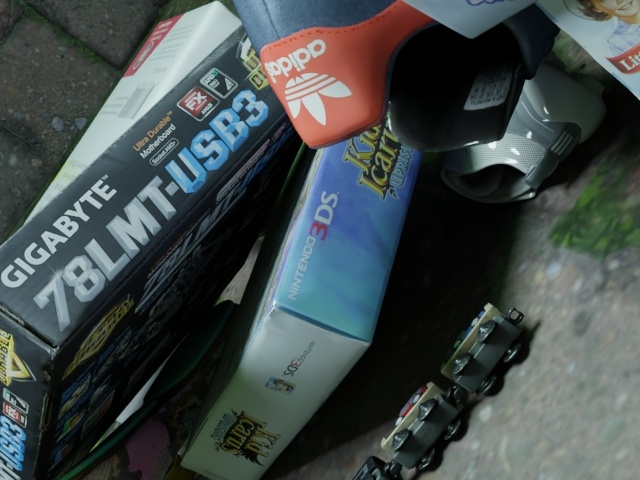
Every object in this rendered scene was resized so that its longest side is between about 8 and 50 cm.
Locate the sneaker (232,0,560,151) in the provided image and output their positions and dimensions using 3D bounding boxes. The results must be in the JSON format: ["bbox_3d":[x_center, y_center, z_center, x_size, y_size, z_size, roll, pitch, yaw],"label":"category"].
[{"bbox_3d":[0.091,-0.130,0.584,0.350,0.148,0.131,-19,3,-40],"label":"sneaker"}]

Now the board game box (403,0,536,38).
[{"bbox_3d":[0.155,-0.274,0.380,0.318,0.065,0.319,-23,49,54],"label":"board game box"}]

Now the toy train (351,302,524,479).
[{"bbox_3d":[0.058,0.099,0.584,0.158,0.027,0.036,-53,10,7],"label":"toy train"}]

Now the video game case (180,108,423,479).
[{"bbox_3d":[0.000,0.000,0.708,0.244,0.061,0.270,119,171,-55],"label":"video game case"}]

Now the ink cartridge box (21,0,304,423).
[{"bbox_3d":[-0.183,-0.037,1.115,0.385,0.160,0.279,-57,21,-5],"label":"ink cartridge box"}]

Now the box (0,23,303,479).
[{"bbox_3d":[-0.120,0.020,0.722,0.295,0.073,0.293,-52,-6,-34],"label":"box"}]

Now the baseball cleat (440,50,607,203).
[{"bbox_3d":[0.105,-0.089,0.699,0.109,0.072,0.206,-52,20,8],"label":"baseball cleat"}]

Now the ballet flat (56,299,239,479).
[{"bbox_3d":[-0.102,0.133,0.779,0.077,0.079,0.221,-34,11,40],"label":"ballet flat"}]

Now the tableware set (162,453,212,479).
[{"bbox_3d":[-0.119,0.220,0.787,0.104,0.024,0.154,-43,25,31],"label":"tableware set"}]

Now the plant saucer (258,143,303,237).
[{"bbox_3d":[-0.082,-0.042,0.919,0.168,0.168,0.029,-36,47,41],"label":"plant saucer"}]

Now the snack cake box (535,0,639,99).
[{"bbox_3d":[0.224,-0.126,0.381,0.264,0.152,0.089,-25,36,53],"label":"snack cake box"}]
